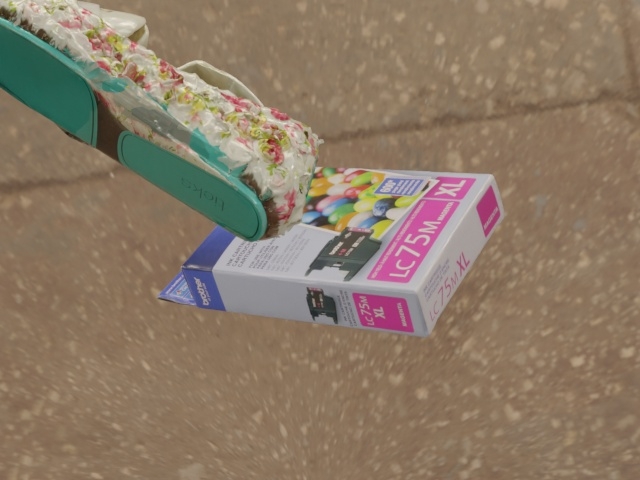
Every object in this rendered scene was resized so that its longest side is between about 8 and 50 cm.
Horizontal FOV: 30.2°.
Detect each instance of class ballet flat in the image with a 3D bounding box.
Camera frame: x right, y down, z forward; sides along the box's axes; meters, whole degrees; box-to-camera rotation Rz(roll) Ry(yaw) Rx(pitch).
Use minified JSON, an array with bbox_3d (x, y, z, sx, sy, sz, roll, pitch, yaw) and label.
[{"bbox_3d":[-0.104,-0.084,0.683,0.241,0.091,0.077,34,58,5],"label":"ballet flat"}]

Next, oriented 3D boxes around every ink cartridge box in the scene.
[{"bbox_3d":[0.000,0.000,1.158,0.311,0.065,0.186,3,38,33],"label":"ink cartridge box"}]
